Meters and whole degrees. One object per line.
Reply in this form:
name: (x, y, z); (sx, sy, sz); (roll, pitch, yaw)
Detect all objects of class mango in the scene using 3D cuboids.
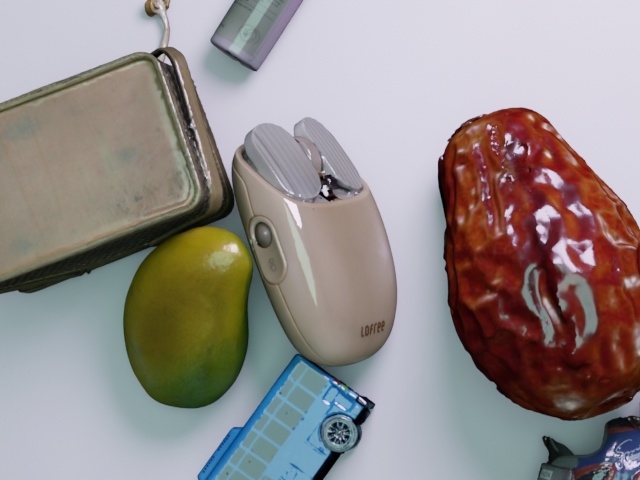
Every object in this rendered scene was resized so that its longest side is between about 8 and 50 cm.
mango: (-0.123, 0.069, 1.778); (0.122, 0.085, 0.191); (21, 114, 27)

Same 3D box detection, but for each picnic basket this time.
picnic basket: (-0.221, -0.062, 1.767); (0.266, 0.139, 0.165); (-21, 84, 9)

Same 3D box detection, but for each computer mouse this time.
computer mouse: (0.000, 0.000, 1.764); (0.082, 0.145, 0.236); (-23, 82, 39)

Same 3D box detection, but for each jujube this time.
jujube: (0.201, 0.021, 1.724); (0.197, 0.197, 0.290); (-21, 70, 3)

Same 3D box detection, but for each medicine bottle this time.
medicine bottle: (-0.031, -0.259, 1.823); (0.057, 0.057, 0.199); (33, 90, 6)

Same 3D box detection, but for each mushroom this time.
mushroom: (-0.185, -0.105, 1.846); (0.028, 0.026, 0.286); (13, 89, 21)

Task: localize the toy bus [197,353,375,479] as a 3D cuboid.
toy bus: (-0.037, 0.203, 1.782); (0.106, 0.090, 0.185); (36, 88, 6)

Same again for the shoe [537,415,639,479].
shoe: (0.231, 0.239, 1.754); (0.227, 0.099, 0.125); (-38, 79, 6)
